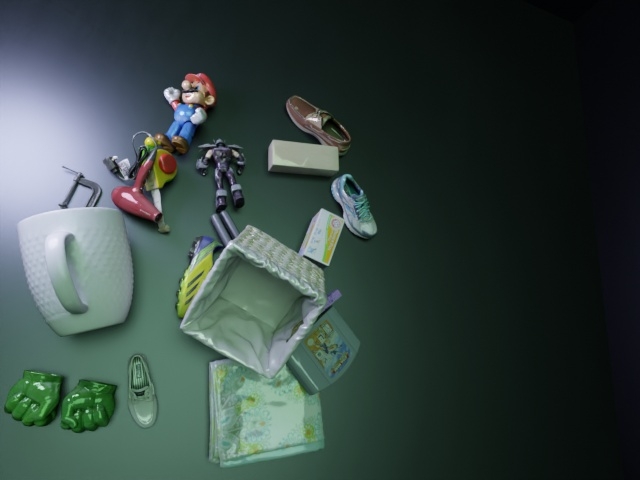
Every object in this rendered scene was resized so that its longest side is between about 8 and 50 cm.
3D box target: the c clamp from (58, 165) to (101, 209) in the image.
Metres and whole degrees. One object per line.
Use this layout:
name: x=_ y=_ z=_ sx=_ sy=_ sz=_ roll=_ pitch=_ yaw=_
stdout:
c clamp: x=-0.813 y=-0.155 z=1.402 sx=0.137 sy=0.022 sz=0.161 roll=17 pitch=67 yaw=-20

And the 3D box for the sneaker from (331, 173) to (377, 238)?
sneaker: x=0.142 y=-0.136 z=1.679 sx=0.110 sy=0.122 sz=0.283 roll=-30 pitch=86 yaw=-25

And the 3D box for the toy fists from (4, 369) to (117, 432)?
toy fists: x=-0.734 y=0.464 z=1.196 sx=0.278 sy=0.096 sz=0.143 roll=16 pitch=70 yaw=-16

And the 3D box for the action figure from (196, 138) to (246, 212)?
action figure: x=-0.359 y=-0.253 z=1.555 sx=0.185 sy=0.099 sz=0.285 roll=-8 pitch=73 yaw=-14

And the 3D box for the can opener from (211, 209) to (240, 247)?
can opener: x=-0.305 y=0.023 z=1.499 sx=0.074 sy=0.093 sz=0.281 roll=-25 pitch=76 yaw=-22

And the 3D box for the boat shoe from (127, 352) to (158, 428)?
boat shoe: x=-0.548 y=0.457 z=1.275 sx=0.083 sy=0.076 sz=0.227 roll=-14 pitch=79 yaw=-23

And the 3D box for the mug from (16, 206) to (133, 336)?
mug: x=-0.678 y=0.091 z=1.180 sx=0.275 sy=0.374 sz=0.329 roll=-12 pitch=85 yaw=-18

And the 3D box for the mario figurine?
mario figurine: x=-0.498 y=-0.489 z=1.536 sx=0.197 sy=0.170 sz=0.321 roll=22 pitch=69 yaw=-10

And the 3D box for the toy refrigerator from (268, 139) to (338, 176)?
toy refrigerator: x=-0.069 y=-0.323 z=1.681 sx=0.269 sy=0.094 sz=0.103 roll=1 pitch=80 yaw=-19

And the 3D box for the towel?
towel: x=-0.176 y=0.538 z=1.377 sx=0.373 sy=0.090 sz=0.321 roll=0 pitch=75 yaw=-20

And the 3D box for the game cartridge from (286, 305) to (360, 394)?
game cartridge: x=0.017 y=0.380 z=1.461 sx=0.198 sy=0.062 sz=0.297 roll=49 pitch=43 yaw=4

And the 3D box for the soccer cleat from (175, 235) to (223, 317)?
soccer cleat: x=-0.406 y=0.124 z=1.421 sx=0.121 sy=0.093 sz=0.290 roll=20 pitch=68 yaw=-19

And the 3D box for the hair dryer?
hair dryer: x=-0.608 y=-0.190 z=1.392 sx=0.294 sy=0.223 sz=0.080 roll=66 pitch=23 yaw=1

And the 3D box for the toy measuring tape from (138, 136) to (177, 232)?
toy measuring tape: x=-0.548 y=-0.197 z=1.474 sx=0.121 sy=0.121 sz=0.331 roll=-13 pitch=95 yaw=-23

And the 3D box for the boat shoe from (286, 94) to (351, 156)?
boat shoe: x=0.002 y=-0.492 z=1.742 sx=0.324 sy=0.116 sz=0.123 roll=38 pitch=65 yaw=-5

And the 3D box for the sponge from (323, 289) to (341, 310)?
sponge: x=-0.022 y=0.256 z=1.503 sx=0.210 sy=0.117 sz=0.031 roll=-36 pitch=87 yaw=-25

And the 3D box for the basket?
basket: x=-0.186 y=0.177 z=1.308 sx=0.331 sy=0.266 sz=0.329 roll=32 pitch=106 yaw=-6

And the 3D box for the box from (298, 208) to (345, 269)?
box: x=0.000 y=0.000 z=1.592 sx=0.103 sy=0.114 sz=0.203 roll=26 pitch=66 yaw=-11
